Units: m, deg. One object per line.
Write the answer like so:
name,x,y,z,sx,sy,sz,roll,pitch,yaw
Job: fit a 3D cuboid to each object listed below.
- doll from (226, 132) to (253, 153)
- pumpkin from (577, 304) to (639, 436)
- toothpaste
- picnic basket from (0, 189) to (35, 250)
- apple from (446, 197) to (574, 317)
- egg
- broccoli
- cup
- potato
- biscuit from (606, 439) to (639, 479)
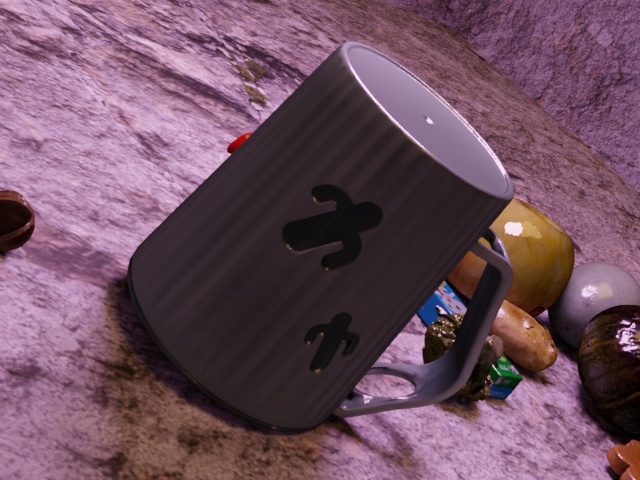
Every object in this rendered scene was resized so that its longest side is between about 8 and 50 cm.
doll,0.000,0.000,1.549,0.384,0.099,0.188,40,-24,35
pumpkin,0.551,0.222,1.838,0.238,0.159,0.237,26,43,-28
toothpaste,0.218,0.142,1.720,0.065,0.050,0.266,17,28,-44
picnic basket,-0.353,-0.014,1.195,0.072,0.072,0.083,26,14,-20
apple,0.335,0.027,1.936,0.261,0.194,0.261,32,15,-9
egg,0.520,0.125,2.029,0.169,0.169,0.237,44,30,22
broccoli,0.207,0.167,1.561,0.130,0.120,0.131,38,49,-36
cup,0.029,0.009,1.290,0.401,0.392,0.310,20,31,-45
potato,0.326,0.156,1.811,0.171,0.080,0.107,32,10,-2
biscuit,0.568,0.402,1.693,0.289,0.044,0.202,20,25,-29
